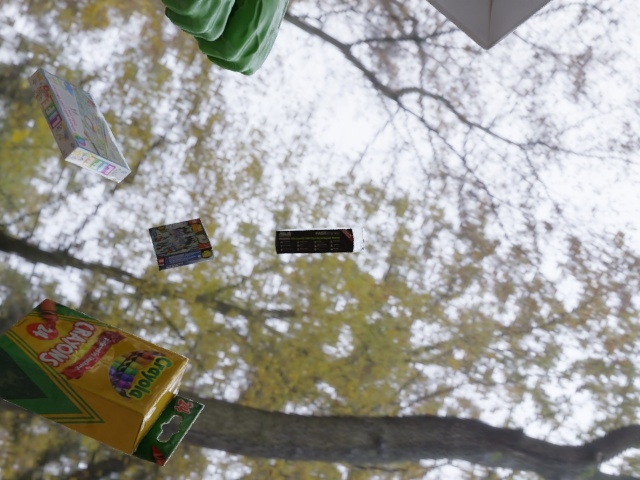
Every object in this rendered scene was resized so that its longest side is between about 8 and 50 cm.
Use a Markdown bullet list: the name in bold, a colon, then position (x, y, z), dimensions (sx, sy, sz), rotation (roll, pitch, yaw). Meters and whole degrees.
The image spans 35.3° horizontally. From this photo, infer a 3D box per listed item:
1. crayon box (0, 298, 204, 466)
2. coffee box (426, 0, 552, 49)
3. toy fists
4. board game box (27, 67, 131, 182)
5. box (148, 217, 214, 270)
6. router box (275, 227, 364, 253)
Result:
- **crayon box**: position (-0.348, 0.219, 1.599), dimensions (0.202, 0.318, 0.081), rotation (-59, 171, -67)
- **coffee box**: position (0.157, -0.372, 1.097), dimensions (0.119, 0.168, 0.297), rotation (-36, -145, 34)
- **toy fists**: position (-0.142, -0.333, 1.428), dimensions (0.096, 0.279, 0.142), rotation (15, -100, 22)
- **board game box**: position (-0.322, -0.154, 1.346), dimensions (0.026, 0.103, 0.154), rotation (-40, -122, 15)
- **box**: position (-0.238, 0.005, 1.708), dimensions (0.137, 0.094, 0.027), rotation (-126, -153, -63)
- **router box**: position (0.000, 0.000, 1.547), dimensions (0.122, 0.092, 0.038), rotation (-1, -89, 11)
